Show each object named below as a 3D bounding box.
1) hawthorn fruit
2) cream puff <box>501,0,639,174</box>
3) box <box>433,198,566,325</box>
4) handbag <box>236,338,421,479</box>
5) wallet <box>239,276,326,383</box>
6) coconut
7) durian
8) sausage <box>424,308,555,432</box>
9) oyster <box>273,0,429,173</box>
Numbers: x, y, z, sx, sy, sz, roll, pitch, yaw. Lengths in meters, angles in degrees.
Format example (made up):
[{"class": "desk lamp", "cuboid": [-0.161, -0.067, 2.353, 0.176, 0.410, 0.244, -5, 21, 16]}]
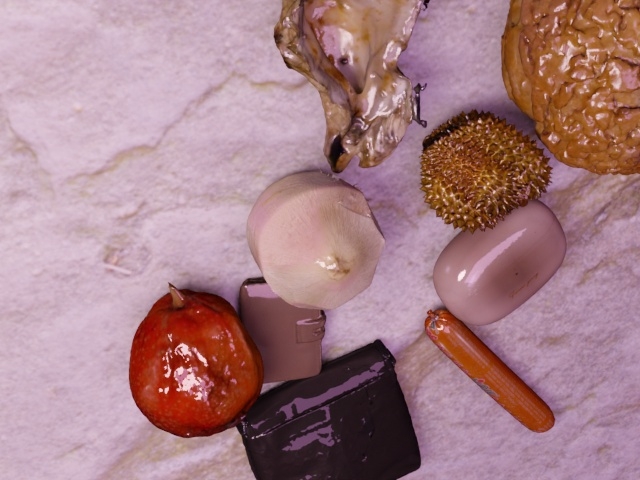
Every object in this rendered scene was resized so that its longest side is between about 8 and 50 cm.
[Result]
[{"class": "hawthorn fruit", "cuboid": [-0.152, 0.155, 1.242, 0.173, 0.173, 0.179, 16, 106, -29]}, {"class": "cream puff", "cuboid": [0.400, -0.244, 1.260, 0.327, 0.231, 0.343, 24, 102, -27]}, {"class": "box", "cuboid": [0.252, 0.029, 1.401, 0.200, 0.088, 0.146, -40, 124, -3]}, {"class": "handbag", "cuboid": [0.019, 0.283, 1.421, 0.247, 0.080, 0.223, -25, 120, -12]}, {"class": "wallet", "cuboid": [-0.050, 0.118, 1.335, 0.118, 0.039, 0.152, -3, 110, -11]}, {"class": "coconut", "cuboid": [0.000, 0.000, 1.219, 0.171, 0.183, 0.171, -6, 108, -20]}, {"class": "durian", "cuboid": [0.205, -0.087, 1.298, 0.168, 0.137, 0.158, 37, 103, -2]}, {"class": "sausage", "cuboid": [0.258, 0.202, 1.505, 0.053, 0.053, 0.348, -46, 123, 1]}, {"class": "oyster", "cuboid": [0.046, -0.231, 1.167, 0.198, 0.133, 0.337, -25, 123, -14]}]
